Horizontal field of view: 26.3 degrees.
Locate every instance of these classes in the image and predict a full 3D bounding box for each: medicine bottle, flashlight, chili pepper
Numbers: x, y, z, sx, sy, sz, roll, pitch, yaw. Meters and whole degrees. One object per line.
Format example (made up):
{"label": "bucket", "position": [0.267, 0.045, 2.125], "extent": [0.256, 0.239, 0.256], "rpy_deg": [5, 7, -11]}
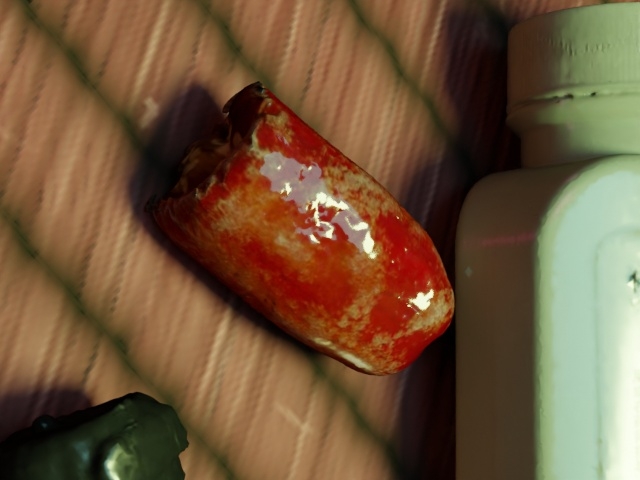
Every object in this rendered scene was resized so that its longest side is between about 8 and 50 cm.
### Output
{"label": "medicine bottle", "position": [0.138, 0.050, 0.614], "extent": [0.161, 0.111, 0.296], "rpy_deg": [5, 82, -35]}
{"label": "flashlight", "position": [-0.058, 0.171, 0.494], "extent": [0.093, 0.093, 0.232], "rpy_deg": [-22, 93, -33]}
{"label": "chili pepper", "position": [0.000, 0.000, 0.552], "extent": [0.123, 0.070, 0.073], "rpy_deg": [39, 50, -23]}
